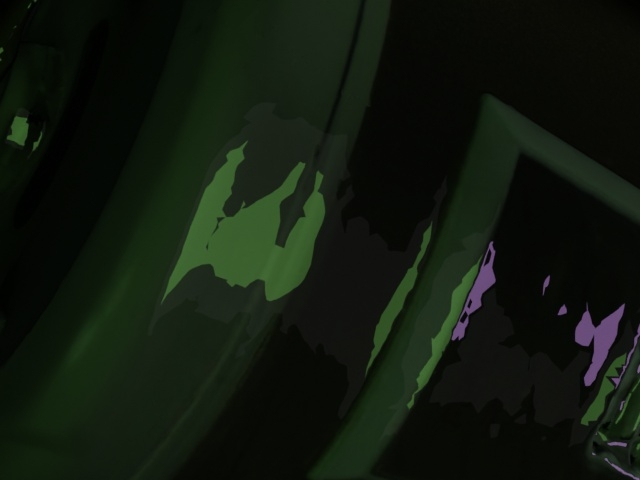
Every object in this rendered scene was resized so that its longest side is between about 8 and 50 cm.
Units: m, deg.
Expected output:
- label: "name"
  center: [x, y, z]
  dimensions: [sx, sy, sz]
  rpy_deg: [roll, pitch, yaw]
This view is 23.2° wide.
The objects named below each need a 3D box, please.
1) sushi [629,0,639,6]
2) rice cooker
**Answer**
- label: "sushi"
  center: [0.173, -0.107, 0.847]
  dimensions: [0.139, 0.031, 0.201]
  rpy_deg: [-45, 117, -5]
- label: "rice cooker"
  center: [0.000, 0.000, 0.654]
  dimensions: [0.325, 0.335, 0.335]
  rpy_deg: [25, 94, -23]
